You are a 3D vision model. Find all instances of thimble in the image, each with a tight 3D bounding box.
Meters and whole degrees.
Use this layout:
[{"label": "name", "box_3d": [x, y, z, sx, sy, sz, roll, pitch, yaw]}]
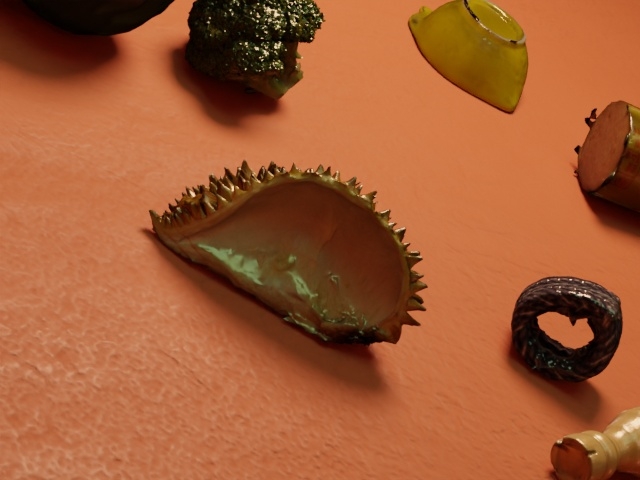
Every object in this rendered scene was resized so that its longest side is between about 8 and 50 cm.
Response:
[{"label": "thimble", "box_3d": [0.238, 0.085, 1.532, 0.104, 0.095, 0.066, 0, 16, 15]}]

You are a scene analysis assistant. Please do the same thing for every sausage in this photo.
[{"label": "sausage", "box_3d": [0.458, -0.064, 1.926, 0.317, 0.117, 0.125, 21, 9, -23]}]

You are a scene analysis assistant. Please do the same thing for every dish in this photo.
[{"label": "dish", "box_3d": [0.200, -0.255, 1.999, 0.148, 0.080, 0.208, -3, 46, -45]}]

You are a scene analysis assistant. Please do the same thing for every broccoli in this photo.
[{"label": "broccoli", "box_3d": [-0.071, -0.215, 1.653, 0.138, 0.145, 0.162, 56, 2, -24]}]

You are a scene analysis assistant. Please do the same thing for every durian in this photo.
[{"label": "durian", "box_3d": [-0.019, 0.002, 1.415, 0.252, 0.139, 0.144, 35, -7, -8]}]

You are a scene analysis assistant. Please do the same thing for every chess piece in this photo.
[{"label": "chess piece", "box_3d": [0.263, 0.189, 1.434, 0.122, 0.066, 0.066, -7, 48, -39]}]

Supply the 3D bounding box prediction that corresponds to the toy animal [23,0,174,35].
[{"label": "toy animal", "box_3d": [-0.288, -0.326, 1.557, 0.338, 0.216, 0.191, 36, 57, 0]}]
